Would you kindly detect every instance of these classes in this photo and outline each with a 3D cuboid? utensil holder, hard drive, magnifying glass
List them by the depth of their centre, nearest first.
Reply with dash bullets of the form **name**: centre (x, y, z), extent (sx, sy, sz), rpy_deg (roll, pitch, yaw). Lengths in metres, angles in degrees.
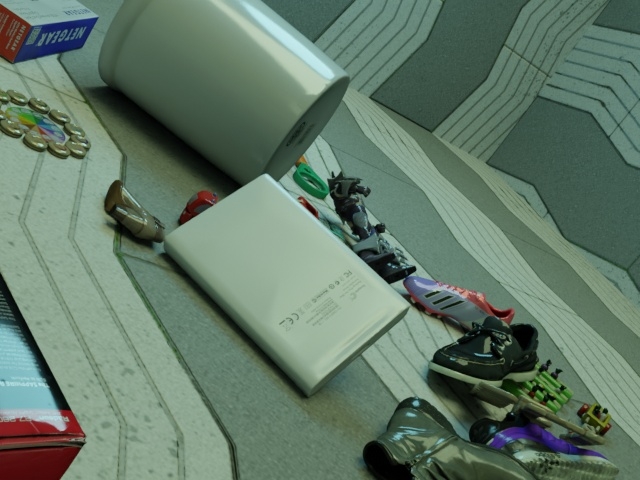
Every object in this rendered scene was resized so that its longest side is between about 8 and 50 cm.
- **hard drive**: centre (-0.049, 0.053, 1.172), extent (0.203, 0.040, 0.307), rpy_deg (-36, 67, -30)
- **utensil holder**: centre (-0.182, -0.323, 1.602), extent (0.385, 0.328, 0.327), rpy_deg (39, 19, 5)
- **magnifying glass**: centre (-0.037, -0.165, 1.943), extent (0.092, 0.026, 0.231), rpy_deg (25, 23, -27)

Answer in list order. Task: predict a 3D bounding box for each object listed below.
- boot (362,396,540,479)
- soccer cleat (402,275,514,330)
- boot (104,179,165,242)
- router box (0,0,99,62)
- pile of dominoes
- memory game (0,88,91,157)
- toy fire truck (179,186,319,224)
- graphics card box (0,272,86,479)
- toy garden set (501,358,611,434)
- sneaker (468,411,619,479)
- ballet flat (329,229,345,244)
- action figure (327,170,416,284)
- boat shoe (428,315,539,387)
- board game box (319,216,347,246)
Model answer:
- **boot**: centre (0.173, 0.317, 1.055), extent (0.246, 0.083, 0.161), rpy_deg (33, 24, 10)
- **soccer cleat**: centre (0.282, 0.124, 1.667), extent (0.248, 0.095, 0.083), rpy_deg (31, 19, -14)
- **boot**: centre (-0.270, -0.039, 1.198), extent (0.087, 0.042, 0.118), rpy_deg (33, 18, -29)
- **router box**: centre (-0.628, -0.476, 1.568), extent (0.301, 0.082, 0.335), rpy_deg (33, 18, -6)
- **pile of dominoes**: centre (0.339, 0.263, 1.294), extent (0.196, 0.040, 0.251), rpy_deg (26, -10, 12)
- **memory game**: centre (-0.448, -0.187, 1.284), extent (0.186, 0.012, 0.186), rpy_deg (32, 18, -12)
- **toy fire truck**: centre (-0.113, -0.040, 1.311), extent (0.192, 0.135, 0.047), rpy_deg (31, 19, -14)
- **graphics card box**: centre (-0.376, 0.060, 0.670), extent (0.232, 0.094, 0.371), rpy_deg (11, 31, -51)
- **toy garden set**: centre (0.480, 0.318, 1.610), extent (0.204, 0.049, 0.244), rpy_deg (42, 19, 20)
- **sneaker**: centre (0.339, 0.328, 1.258), extent (0.293, 0.102, 0.146), rpy_deg (23, 16, -38)
- **ballet flat**: centre (-0.061, 0.000, 1.424), extent (0.221, 0.077, 0.079), rpy_deg (21, 47, -18)
- **action figure**: centre (0.090, -0.036, 1.692), extent (0.185, 0.099, 0.285), rpy_deg (51, 11, -49)
- **boat shoe**: centre (0.309, 0.191, 1.462), extent (0.127, 0.113, 0.340), rpy_deg (21, 8, 42)
- **board game box**: centre (0.000, 0.000, 1.588), extent (0.126, 0.026, 0.186), rpy_deg (28, 19, -21)
